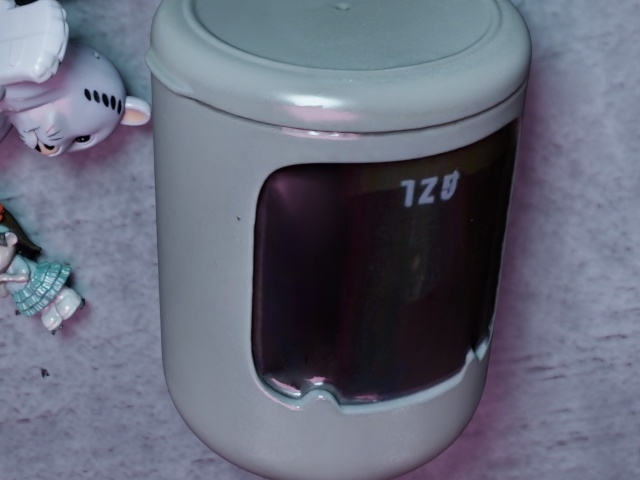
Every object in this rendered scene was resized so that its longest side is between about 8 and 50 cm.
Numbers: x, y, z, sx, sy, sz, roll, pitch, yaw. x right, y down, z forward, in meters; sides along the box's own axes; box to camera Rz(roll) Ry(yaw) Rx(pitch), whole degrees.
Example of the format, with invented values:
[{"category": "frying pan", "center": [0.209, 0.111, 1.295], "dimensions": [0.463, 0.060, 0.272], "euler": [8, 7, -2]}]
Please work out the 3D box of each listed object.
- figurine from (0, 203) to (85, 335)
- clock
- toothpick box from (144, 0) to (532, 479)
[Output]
[{"category": "figurine", "center": [-0.206, 0.016, 1.110], "dimensions": [0.106, 0.047, 0.060], "euler": [44, 135, -18]}, {"category": "clock", "center": [-0.205, -0.089, 1.029], "dimensions": [0.176, 0.080, 0.117], "euler": [-7, 152, 26]}, {"category": "toothpick box", "center": [0.000, 0.000, 0.973], "dimensions": [0.229, 0.229, 0.316], "euler": [8, 123, 8]}]
